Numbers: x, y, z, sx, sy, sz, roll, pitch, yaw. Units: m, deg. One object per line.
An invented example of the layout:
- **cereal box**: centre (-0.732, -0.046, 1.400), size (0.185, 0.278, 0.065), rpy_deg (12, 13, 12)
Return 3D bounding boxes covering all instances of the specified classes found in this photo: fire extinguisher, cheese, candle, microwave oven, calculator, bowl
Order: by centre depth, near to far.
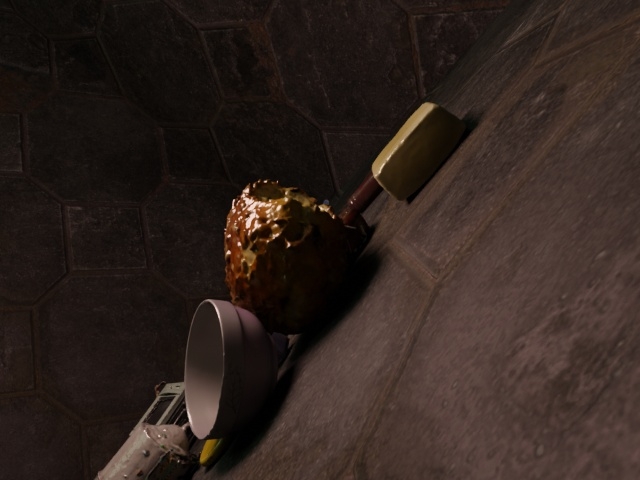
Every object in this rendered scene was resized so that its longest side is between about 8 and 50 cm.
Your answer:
- **bowl**: centre (-0.185, 0.273, 1.278), size (0.287, 0.143, 0.287), rpy_deg (-28, 59, 60)
- **calculator**: centre (-0.221, 0.437, 1.420), size (0.146, 0.032, 0.235), rpy_deg (-49, 7, 22)
- **candle**: centre (-0.405, 0.544, 1.484), size (0.330, 0.187, 0.187), rpy_deg (-51, 5, -13)
- **cheese**: centre (0.245, -0.234, 1.548), size (0.243, 0.123, 0.265), rpy_deg (-54, 5, 13)
- **microwave oven**: centre (-0.446, 0.557, 1.832), size (0.122, 0.162, 0.208), rpy_deg (-15, 28, 36)
- **fire extinguisher**: centre (0.203, -0.209, 2.096), size (0.089, 0.072, 0.268), rpy_deg (3, -44, -49)

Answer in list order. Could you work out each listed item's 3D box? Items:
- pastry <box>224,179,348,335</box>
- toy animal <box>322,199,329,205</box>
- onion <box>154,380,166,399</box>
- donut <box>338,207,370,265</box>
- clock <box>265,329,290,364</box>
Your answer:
- **pastry**: centre (-0.086, 0.046, 1.422), size (0.405, 0.292, 0.338), rpy_deg (-141, 61, -65)
- **toy animal**: centre (0.000, 0.000, 1.975), size (0.176, 0.256, 0.239), rpy_deg (-27, 31, -34)
- **onion**: centre (-0.513, 0.607, 2.107), size (0.200, 0.200, 0.208), rpy_deg (139, 147, -65)
- **donut**: centre (0.036, 0.027, 1.681), size (0.270, 0.103, 0.270), rpy_deg (-52, 3, 4)
- **clock**: centre (-0.185, 0.289, 1.514), size (0.193, 0.144, 0.073), rpy_deg (-49, 17, 29)
